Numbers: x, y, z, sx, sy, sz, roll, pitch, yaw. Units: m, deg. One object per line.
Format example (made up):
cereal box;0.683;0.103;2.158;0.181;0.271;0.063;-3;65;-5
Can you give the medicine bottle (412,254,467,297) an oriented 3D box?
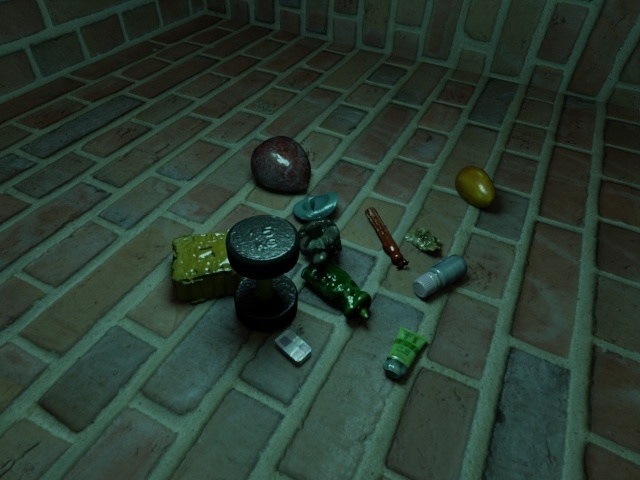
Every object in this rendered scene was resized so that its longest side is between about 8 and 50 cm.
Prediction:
medicine bottle;0.404;0.121;1.489;0.203;0.084;0.083;-24;50;-27

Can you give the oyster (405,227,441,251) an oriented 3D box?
oyster;0.399;-0.003;1.644;0.108;0.053;0.166;-12;38;-29

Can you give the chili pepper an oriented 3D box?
chili pepper;0.069;0.164;1.422;0.136;0.099;0.270;-2;31;-43

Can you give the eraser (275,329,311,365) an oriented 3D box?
eraser;-0.081;0.316;1.303;0.105;0.026;0.065;33;49;28

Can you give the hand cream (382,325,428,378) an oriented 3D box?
hand cream;0.244;0.329;1.293;0.095;0.046;0.175;22;45;23

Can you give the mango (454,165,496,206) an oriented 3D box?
mango;0.646;-0.220;1.819;0.125;0.154;0.252;-10;31;-3

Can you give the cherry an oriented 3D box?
cherry;-0.160;-0.315;1.833;0.300;0.203;0.230;39;51;14

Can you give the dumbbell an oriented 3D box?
dumbbell;-0.165;0.102;1.306;0.203;0.323;0.204;2;44;-2

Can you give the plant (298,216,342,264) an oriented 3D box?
plant;0.001;0.002;1.476;0.149;0.147;0.274;-27;5;6

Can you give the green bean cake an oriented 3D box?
green bean cake;-0.377;0.078;1.458;0.229;0.131;0.224;-9;45;-12

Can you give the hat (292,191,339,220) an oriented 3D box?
hat;-0.010;-0.122;1.731;0.190;0.078;0.138;-16;36;7

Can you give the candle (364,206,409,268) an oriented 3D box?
candle;0.238;-0.019;1.655;0.051;0.048;0.329;0;41;-23
